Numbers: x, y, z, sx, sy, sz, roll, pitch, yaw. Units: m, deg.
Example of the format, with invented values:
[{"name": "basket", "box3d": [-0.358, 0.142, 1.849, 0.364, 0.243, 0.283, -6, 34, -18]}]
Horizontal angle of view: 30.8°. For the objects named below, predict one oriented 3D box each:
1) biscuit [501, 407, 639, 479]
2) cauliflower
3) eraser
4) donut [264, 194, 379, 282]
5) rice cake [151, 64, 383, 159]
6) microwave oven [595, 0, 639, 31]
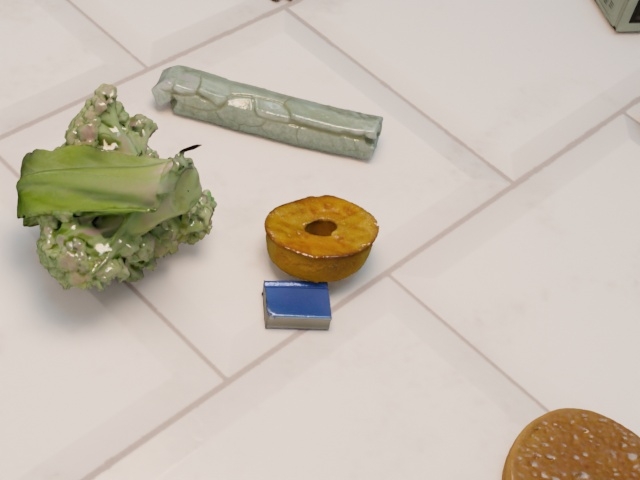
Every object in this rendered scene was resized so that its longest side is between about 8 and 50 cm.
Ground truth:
[{"name": "biscuit", "box3d": [0.320, 0.320, 1.331, 0.202, 0.044, 0.289, -6, 52, -17]}, {"name": "cauliflower", "box3d": [-0.228, -0.054, 1.400, 0.315, 0.239, 0.256, -8, 31, 44]}, {"name": "eraser", "box3d": [-0.030, 0.081, 1.479, 0.084, 0.027, 0.063, 2, 48, -11]}, {"name": "donut", "box3d": [0.000, 0.000, 1.523, 0.151, 0.058, 0.152, 6, 33, -4]}, {"name": "rice cake", "box3d": [-0.077, -0.187, 1.691, 0.336, 0.063, 0.066, 12, 39, 0]}, {"name": "microwave oven", "box3d": [0.597, -0.455, 2.045, 0.208, 0.122, 0.162, -4, 49, -17]}]
